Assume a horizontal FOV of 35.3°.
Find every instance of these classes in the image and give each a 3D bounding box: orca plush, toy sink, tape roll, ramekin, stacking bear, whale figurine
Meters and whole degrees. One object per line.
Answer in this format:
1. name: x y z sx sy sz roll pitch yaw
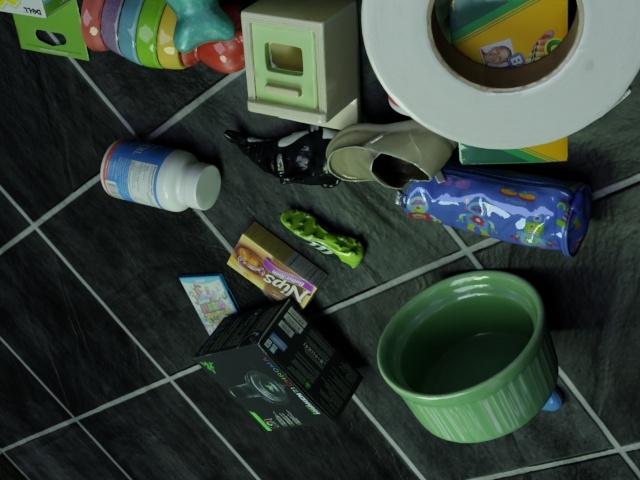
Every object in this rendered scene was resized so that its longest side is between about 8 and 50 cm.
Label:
1. orca plush: -0.055 -0.149 1.813 0.287 0.102 0.151 19 133 21
2. toy sink: -0.031 -0.275 1.660 0.153 0.131 0.234 15 126 24
3. tape roll: 0.250 -0.305 1.359 0.392 0.072 0.392 5 126 7
4. ramekin: 0.266 0.207 1.758 0.303 0.303 0.148 -4 130 36
5. stacking bear: -0.245 -0.368 1.726 0.289 0.164 0.175 16 156 10
6. whale figurine: -0.218 -0.441 1.591 0.216 0.141 0.272 -14 92 1

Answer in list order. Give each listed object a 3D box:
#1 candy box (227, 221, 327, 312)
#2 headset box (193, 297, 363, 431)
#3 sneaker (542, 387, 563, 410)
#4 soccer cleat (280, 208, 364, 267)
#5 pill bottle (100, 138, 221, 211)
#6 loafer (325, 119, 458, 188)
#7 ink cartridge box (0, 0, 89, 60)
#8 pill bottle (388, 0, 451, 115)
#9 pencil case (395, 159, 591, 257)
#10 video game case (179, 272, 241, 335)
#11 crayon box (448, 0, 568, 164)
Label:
1. candy box: -0.089 0.058 2.044 0.187 0.053 0.109 37 137 4
2. headset box: -0.098 0.271 2.131 0.246 0.131 0.283 49 145 -18
3. sneaker: 0.356 0.277 1.904 0.209 0.082 0.069 30 134 8
4. soccer cleat: 0.000 0.000 1.935 0.179 0.060 0.072 28 148 12
5. pill bottle: -0.313 -0.125 1.993 0.222 0.124 0.124 13 131 24
6. loafer: 0.099 -0.133 1.631 0.102 0.092 0.268 41 150 -29
7. ink cartridge box: -0.561 -0.452 1.911 0.189 0.097 0.255 13 130 25
8. pill bottle: 0.156 -0.292 1.550 0.108 0.108 0.180 15 132 24
9. pencil case: 0.284 -0.065 1.640 0.306 0.119 0.133 15 153 22
10. video game case: -0.234 0.145 2.239 0.119 0.015 0.166 -4 122 36
11. crayon box: 0.283 -0.251 1.489 0.165 0.081 0.278 -1 125 13
